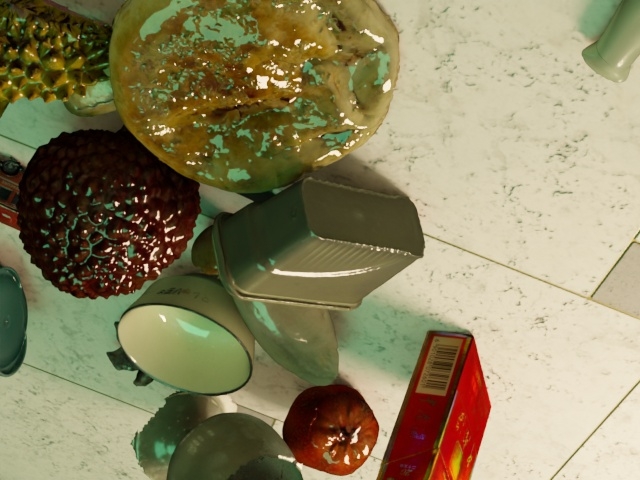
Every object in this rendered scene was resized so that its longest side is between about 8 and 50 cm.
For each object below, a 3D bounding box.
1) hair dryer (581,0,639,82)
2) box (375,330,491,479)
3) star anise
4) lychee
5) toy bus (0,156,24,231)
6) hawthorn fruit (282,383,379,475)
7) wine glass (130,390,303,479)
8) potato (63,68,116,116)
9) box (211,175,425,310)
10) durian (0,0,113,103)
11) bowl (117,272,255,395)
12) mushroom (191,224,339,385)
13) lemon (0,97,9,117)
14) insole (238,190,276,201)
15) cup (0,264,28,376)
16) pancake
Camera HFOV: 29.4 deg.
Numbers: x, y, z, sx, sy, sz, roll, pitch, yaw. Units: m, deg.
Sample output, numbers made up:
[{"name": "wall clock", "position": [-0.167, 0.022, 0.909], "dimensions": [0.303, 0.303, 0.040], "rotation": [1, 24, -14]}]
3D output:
[{"name": "hair dryer", "position": [0.300, -0.300, 1.389], "dimensions": [0.237, 0.075, 0.206], "rotation": [32, 146, -2]}, {"name": "box", "position": [0.185, 0.326, 1.939], "dimensions": [0.089, 0.313, 0.197], "rotation": [6, 139, 23]}, {"name": "star anise", "position": [-0.305, 0.208, 2.212], "dimensions": [0.208, 0.063, 0.172], "rotation": [-6, 132, 29]}, {"name": "lychee", "position": [-0.306, -0.057, 1.780], "dimensions": [0.264, 0.300, 0.264], "rotation": [20, 180, 0]}, {"name": "toy bus", "position": [-0.464, -0.056, 1.954], "dimensions": [0.235, 0.096, 0.073], "rotation": [26, 143, -5]}, {"name": "hawthorn fruit", "position": [0.018, 0.332, 2.156], "dimensions": [0.173, 0.173, 0.179], "rotation": [14, 169, 8]}, {"name": "wine glass", "position": [-0.172, 0.397, 2.133], "dimensions": [0.323, 0.238, 0.238], "rotation": [26, 157, 53]}, {"name": "potato", "position": [-0.294, -0.231, 1.685], "dimensions": [0.170, 0.080, 0.107], "rotation": [-23, 88, 20]}, {"name": "box", "position": [0.000, 0.000, 1.732], "dimensions": [0.274, 0.138, 0.178], "rotation": [9, 148, -41]}, {"name": "durian", "position": [-0.430, -0.282, 1.578], "dimensions": [0.341, 0.191, 0.112], "rotation": [31, 158, 1]}, {"name": "bowl", "position": [-0.208, 0.141, 2.044], "dimensions": [0.237, 0.126, 0.238], "rotation": [12, 140, 10]}, {"name": "mushroom", "position": [-0.073, 0.107, 1.955], "dimensions": [0.128, 0.128, 0.350], "rotation": [-20, 123, 38]}, {"name": "lemon", "position": [-0.545, -0.227, 1.709], "dimensions": [0.260, 0.204, 0.204], "rotation": [3, 138, 11]}, {"name": "insole", "position": [-0.105, -0.079, 1.846], "dimensions": [0.152, 0.002, 0.053], "rotation": [29, 140, -10]}, {"name": "cup", "position": [-0.663, 0.102, 2.149], "dimensions": [0.257, 0.219, 0.290], "rotation": [4, 106, 19]}, {"name": "pancake", "position": [-0.084, -0.205, 1.574], "dimensions": [0.387, 0.082, 0.387], "rotation": [-2, 136, -2]}]
